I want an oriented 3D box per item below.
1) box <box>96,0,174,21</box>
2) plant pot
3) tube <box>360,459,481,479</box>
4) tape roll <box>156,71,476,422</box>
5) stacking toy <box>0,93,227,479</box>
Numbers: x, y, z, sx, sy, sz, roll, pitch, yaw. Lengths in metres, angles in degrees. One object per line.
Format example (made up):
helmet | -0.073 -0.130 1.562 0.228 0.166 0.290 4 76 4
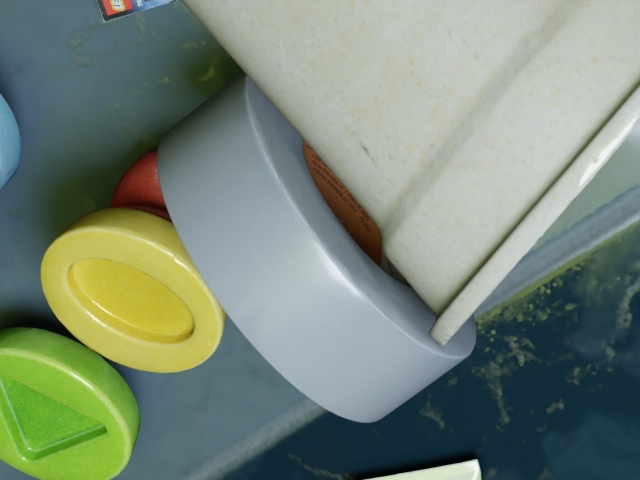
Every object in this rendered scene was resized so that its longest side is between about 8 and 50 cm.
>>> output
box | -0.113 -0.215 1.250 0.094 0.027 0.137 -14 107 12
plant pot | 0.063 -0.165 1.110 0.305 0.334 0.334 41 110 4
tube | 0.089 0.269 1.381 0.070 0.062 0.240 -20 104 -27
tape roll | 0.000 0.000 1.208 0.072 0.219 0.219 -36 101 19
stacking toy | -0.203 0.008 1.330 0.309 0.130 0.279 25 137 2
